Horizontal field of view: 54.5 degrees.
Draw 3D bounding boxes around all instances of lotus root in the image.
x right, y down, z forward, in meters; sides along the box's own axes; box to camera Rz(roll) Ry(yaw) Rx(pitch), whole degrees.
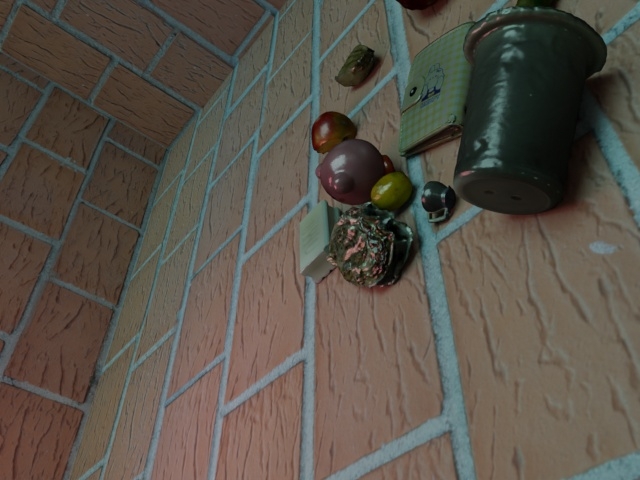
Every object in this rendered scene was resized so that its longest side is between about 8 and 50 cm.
[{"bbox_3d":[0.126,-0.553,1.973,0.143,0.070,0.144,-56,21,-6],"label":"lotus root"}]

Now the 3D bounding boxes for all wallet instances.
[{"bbox_3d":[0.283,-0.358,1.492,0.223,0.077,0.310,-17,50,50],"label":"wallet"}]

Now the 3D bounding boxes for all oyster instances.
[{"bbox_3d":[0.103,0.010,1.404,0.267,0.112,0.199,31,112,56],"label":"oyster"}]

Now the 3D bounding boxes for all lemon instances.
[{"bbox_3d":[0.161,-0.109,1.432,0.110,0.082,0.082,-43,30,17],"label":"lemon"}]

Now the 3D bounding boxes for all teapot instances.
[{"bbox_3d":[0.245,-0.078,1.284,0.057,0.066,0.088,9,93,45],"label":"teapot"}]

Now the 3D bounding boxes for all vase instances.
[{"bbox_3d":[0.335,-0.208,1.060,0.245,0.245,0.291,-11,58,58],"label":"vase"}]

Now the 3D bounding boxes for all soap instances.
[{"bbox_3d":[0.000,0.000,1.626,0.119,0.066,0.198,-46,29,30],"label":"soap"}]

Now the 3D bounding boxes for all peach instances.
[{"bbox_3d":[0.038,-0.332,1.867,0.151,0.151,0.119,-18,92,54],"label":"peach"}]

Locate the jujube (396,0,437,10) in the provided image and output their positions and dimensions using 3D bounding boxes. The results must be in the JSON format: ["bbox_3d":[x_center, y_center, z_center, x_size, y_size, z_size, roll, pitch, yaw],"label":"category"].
[{"bbox_3d":[0.273,-0.777,1.788,0.213,0.212,0.232,-51,43,18],"label":"jujube"}]

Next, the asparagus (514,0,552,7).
[{"bbox_3d":[0.467,-0.536,1.331,0.082,0.085,0.343,125,167,-77],"label":"asparagus"}]

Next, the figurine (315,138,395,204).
[{"bbox_3d":[0.081,-0.167,1.537,0.173,0.173,0.173,-42,31,33],"label":"figurine"}]
